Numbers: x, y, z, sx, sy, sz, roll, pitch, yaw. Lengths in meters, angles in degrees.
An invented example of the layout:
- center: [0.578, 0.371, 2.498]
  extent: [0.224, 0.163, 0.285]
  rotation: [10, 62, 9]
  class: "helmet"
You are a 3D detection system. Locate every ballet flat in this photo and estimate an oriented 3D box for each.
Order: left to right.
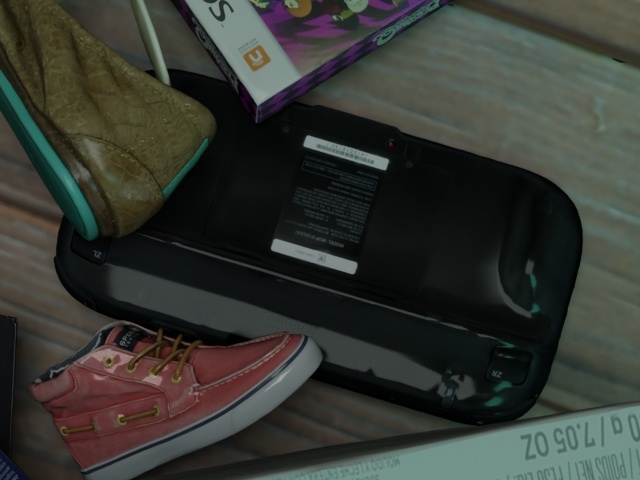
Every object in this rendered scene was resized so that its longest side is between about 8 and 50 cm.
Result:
- center: [-0.183, -0.149, 0.916]
  extent: [0.124, 0.116, 0.342]
  rotation: [-35, 66, -18]
  class: "ballet flat"

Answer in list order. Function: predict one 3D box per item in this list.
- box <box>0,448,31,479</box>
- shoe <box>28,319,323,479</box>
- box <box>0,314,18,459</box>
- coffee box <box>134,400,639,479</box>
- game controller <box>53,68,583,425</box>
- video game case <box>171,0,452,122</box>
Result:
- center: [-0.242, 0.148, 0.831]
  extent: [0.225, 0.036, 0.136]
  rotation: [50, 62, -19]
  class: "box"
- center: [-0.090, 0.080, 0.887]
  extent: [0.178, 0.063, 0.081]
  rotation: [-28, 103, 24]
  class: "shoe"
- center: [-0.323, 0.178, 0.838]
  extent: [0.293, 0.073, 0.295]
  rotation: [5, 83, -34]
  class: "box"
- center: [-0.034, 0.275, 0.700]
  extent: [0.337, 0.338, 0.334]
  rotation: [-7, 83, -28]
  class: "coffee box"
- center: [0.000, 0.000, 0.936]
  extent: [0.319, 0.067, 0.166]
  rotation: [17, 69, 3]
  class: "game controller"
- center: [-0.002, -0.220, 0.946]
  extent: [0.232, 0.042, 0.210]
  rotation: [-32, 80, -10]
  class: "video game case"
